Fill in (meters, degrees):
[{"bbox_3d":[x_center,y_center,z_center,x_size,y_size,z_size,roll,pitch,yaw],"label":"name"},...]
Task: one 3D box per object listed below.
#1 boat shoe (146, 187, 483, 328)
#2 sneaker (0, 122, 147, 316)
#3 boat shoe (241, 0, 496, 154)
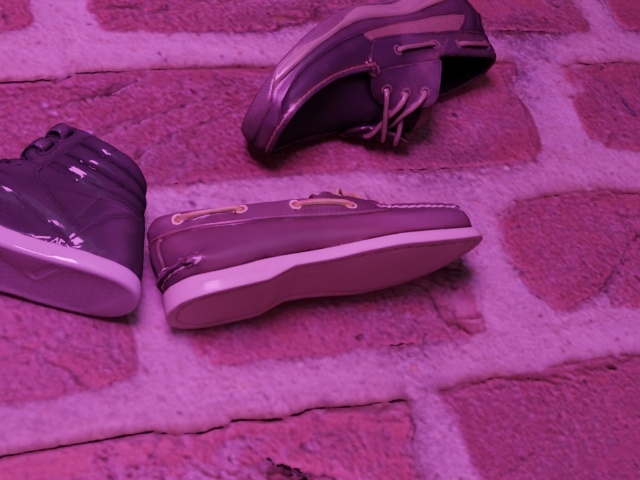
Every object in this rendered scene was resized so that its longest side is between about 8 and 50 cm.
[{"bbox_3d":[0.000,0.000,0.993,0.325,0.116,0.096,-11,66,-21],"label":"boat shoe"},{"bbox_3d":[-0.285,-0.045,0.919,0.296,0.104,0.146,21,51,-15],"label":"sneaker"},{"bbox_3d":[0.071,-0.176,1.128,0.355,0.132,0.130,-35,75,-34],"label":"boat shoe"}]
